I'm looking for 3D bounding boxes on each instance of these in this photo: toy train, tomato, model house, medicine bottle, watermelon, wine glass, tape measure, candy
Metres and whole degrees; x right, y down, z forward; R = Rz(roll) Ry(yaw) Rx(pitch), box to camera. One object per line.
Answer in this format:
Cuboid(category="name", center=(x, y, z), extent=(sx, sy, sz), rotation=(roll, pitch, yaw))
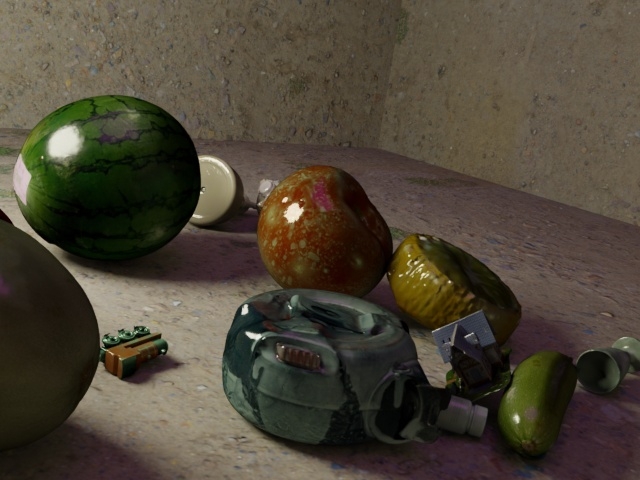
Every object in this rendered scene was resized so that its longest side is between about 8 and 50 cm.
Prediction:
Cuboid(category="toy train", center=(-0.261, 0.154, 1.023), extent=(0.064, 0.044, 0.103), rotation=(21, 21, 31))
Cuboid(category="tomato", center=(0.000, 0.000, 1.378), extent=(0.223, 0.270, 0.270), rotation=(-28, 2, 21))
Cuboid(category="model house", center=(0.208, 0.166, 1.060), extent=(0.117, 0.088, 0.167), rotation=(-27, 4, 21))
Cuboid(category="medicine bottle", center=(0.177, 0.230, 0.969), extent=(0.083, 0.047, 0.047), rotation=(15, 15, 9))
Cuboid(category="watermelon", center=(-0.405, -0.121, 1.433), extent=(0.364, 0.363, 0.363), rotation=(8, 15, -2))
Cuboid(category="wine glass", center=(0.487, 0.205, 1.213), extent=(0.073, 0.073, 0.155), rotation=(20, 15, 37))
Cuboid(category="tape measure", center=(0.010, 0.156, 0.967), extent=(0.275, 0.147, 0.256), rotation=(8, 14, -7))
Cuboid(category="candy", center=(0.240, 0.091, 1.313), extent=(0.260, 0.118, 0.260), rotation=(30, 21, -13))

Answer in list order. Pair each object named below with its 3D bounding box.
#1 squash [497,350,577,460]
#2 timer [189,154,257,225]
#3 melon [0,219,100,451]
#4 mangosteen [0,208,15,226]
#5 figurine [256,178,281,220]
Cuboid(category="squash", center=(0.316, 0.211, 1.043), extent=(0.095, 0.094, 0.341), rotation=(15, 17, 24))
Cuboid(category="timer", center=(-0.245, -0.112, 1.900), extent=(0.175, 0.175, 0.266), rotation=(14, -1, 19))
Cuboid(category="melon", center=(-0.387, 0.093, 0.771), extent=(0.308, 0.271, 0.272), rotation=(12, 14, 33))
Cuboid(category="mangosteen", center=(-0.516, 0.050, 1.008), extent=(0.215, 0.215, 0.257), rotation=(-6, 52, -45))
Cuboid(category="figurine", center=(-0.092, -0.090, 1.849), extent=(0.162, 0.141, 0.237), rotation=(52, 1, -12))
